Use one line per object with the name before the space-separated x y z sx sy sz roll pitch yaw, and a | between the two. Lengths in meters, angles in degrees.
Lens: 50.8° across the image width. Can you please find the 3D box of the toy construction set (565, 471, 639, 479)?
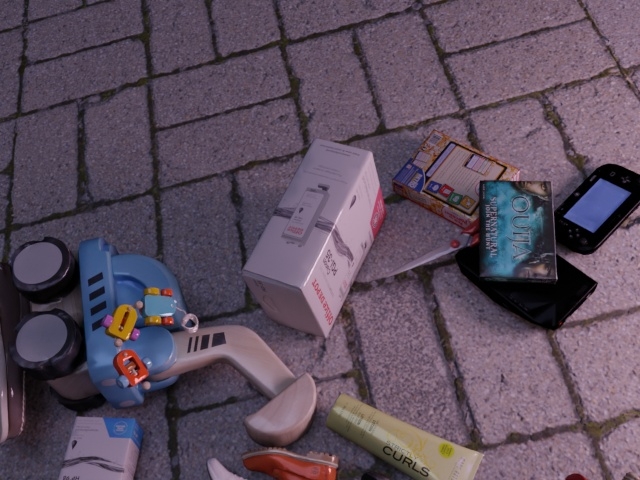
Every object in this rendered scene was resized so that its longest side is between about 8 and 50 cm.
toy construction set | 0.352 0.435 0.809 0.237 0.309 0.257 -47 54 -11

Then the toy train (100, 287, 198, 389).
toy train | -0.273 0.148 1.038 0.125 0.046 0.166 55 45 -8

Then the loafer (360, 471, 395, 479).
loafer | 0.135 0.401 1.010 0.170 0.062 0.061 31 31 33

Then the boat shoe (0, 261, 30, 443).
boat shoe | -0.545 0.186 1.174 0.116 0.096 0.324 -33 65 34

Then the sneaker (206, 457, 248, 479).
sneaker | -0.125 0.400 1.063 0.061 0.054 0.152 -35 65 -20

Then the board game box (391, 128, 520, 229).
board game box | 0.257 -0.114 1.288 0.193 0.045 0.147 32 70 26

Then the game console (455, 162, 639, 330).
game console | 0.429 -0.015 1.196 0.361 0.044 0.213 -42 61 -14

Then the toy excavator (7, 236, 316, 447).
toy excavator | -0.263 0.170 1.148 0.445 0.222 0.433 -14 59 -7

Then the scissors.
scissors | 0.258 0.006 1.182 0.297 0.021 0.109 -37 64 -11

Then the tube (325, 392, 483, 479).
tube | 0.126 0.318 1.054 0.240 0.062 0.070 25 108 18

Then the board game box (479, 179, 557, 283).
board game box | 0.336 -0.017 1.157 0.126 0.026 0.186 1 65 10

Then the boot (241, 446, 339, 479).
boot | -0.054 0.372 1.059 0.158 0.059 0.085 4 65 12

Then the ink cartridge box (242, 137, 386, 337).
ink cartridge box | 0.000 0.000 1.178 0.117 0.207 0.283 17 65 22

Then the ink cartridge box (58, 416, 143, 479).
ink cartridge box | -0.360 0.381 1.089 0.104 0.060 0.180 1 52 3
